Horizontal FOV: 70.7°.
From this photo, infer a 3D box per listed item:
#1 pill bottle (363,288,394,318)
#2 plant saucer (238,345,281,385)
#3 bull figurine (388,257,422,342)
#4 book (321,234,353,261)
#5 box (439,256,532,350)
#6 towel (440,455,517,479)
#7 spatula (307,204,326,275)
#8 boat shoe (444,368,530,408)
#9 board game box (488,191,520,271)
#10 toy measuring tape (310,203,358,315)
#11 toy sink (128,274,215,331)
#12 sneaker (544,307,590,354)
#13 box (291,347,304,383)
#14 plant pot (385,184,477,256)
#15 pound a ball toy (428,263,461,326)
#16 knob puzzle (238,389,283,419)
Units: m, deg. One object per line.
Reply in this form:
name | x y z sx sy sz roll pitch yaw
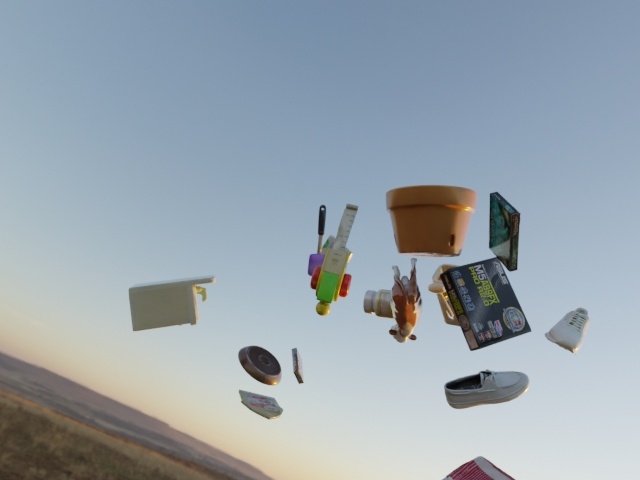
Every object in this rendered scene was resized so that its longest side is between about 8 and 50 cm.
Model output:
pill bottle | 0.291 0.264 1.864 0.209 0.119 0.119 4 -34 24
plant saucer | -0.190 0.399 1.472 0.168 0.029 0.168 34 13 -9
bull figurine | 0.269 0.198 1.437 0.101 0.188 0.310 1 -33 6
book | 0.071 0.053 2.006 0.144 0.096 0.035 41 16 32
box | 0.543 0.204 1.490 0.216 0.270 0.060 -11 -19 -20
towel | 0.322 0.648 1.091 0.037 0.329 0.237 66 -12 0
spatula | 0.000 0.000 1.857 0.084 0.296 0.030 5 1 -5
boat shoe | 0.365 0.318 1.001 0.184 0.066 0.063 -16 -64 18
board game box | 0.499 -0.024 1.231 0.026 0.126 0.186 -14 -58 -1
toy measuring tape | 0.047 0.060 1.292 0.121 0.330 0.121 15 -19 5
toy sink | -0.421 0.181 1.317 0.234 0.131 0.153 -7 1 -17
sneaker | 0.681 0.238 1.227 0.090 0.094 0.235 35 20 24
box | -0.105 0.578 2.084 0.027 0.137 0.094 -15 -55 3
plant pot | 0.357 -0.053 1.468 0.291 0.203 0.291 2 -5 0
pound a ball toy | 0.568 0.256 2.044 0.136 0.208 0.319 6 -48 42
knob puzzle | -0.241 0.686 1.848 0.213 0.030 0.213 23 0 0
